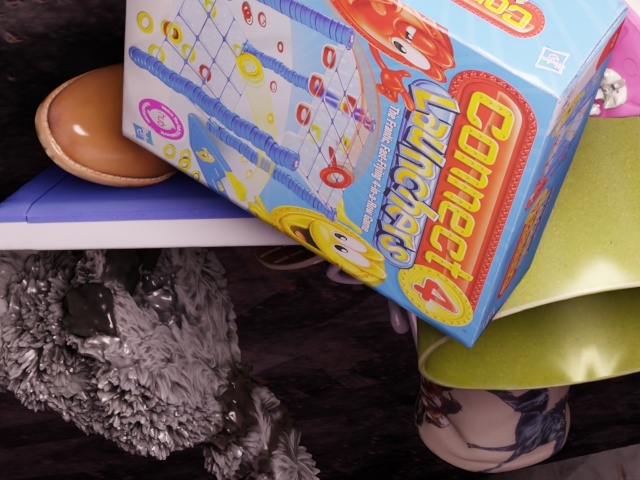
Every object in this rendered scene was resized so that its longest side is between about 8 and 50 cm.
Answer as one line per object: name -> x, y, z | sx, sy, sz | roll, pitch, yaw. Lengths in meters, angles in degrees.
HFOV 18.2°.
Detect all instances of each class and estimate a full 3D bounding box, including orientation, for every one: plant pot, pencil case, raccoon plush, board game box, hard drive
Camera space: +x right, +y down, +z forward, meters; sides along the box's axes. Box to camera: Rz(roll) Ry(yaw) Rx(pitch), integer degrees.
plant pot -> 0.189, -0.059, 1.574 | 0.275, 0.293, 0.275 | -8, 161, -3
pencil case -> 0.161, 0.066, 1.948 | 0.160, 0.183, 0.410 | -30, 143, -18
raccoon plush -> -0.228, 0.163, 1.926 | 0.299, 0.446, 0.216 | -19, -167, 29
board game box -> 0.018, -0.107, 1.301 | 0.302, 0.086, 0.308 | 32, 150, 13
hard drive -> -0.082, -0.041, 1.642 | 0.319, 0.040, 0.210 | -1, -163, 14

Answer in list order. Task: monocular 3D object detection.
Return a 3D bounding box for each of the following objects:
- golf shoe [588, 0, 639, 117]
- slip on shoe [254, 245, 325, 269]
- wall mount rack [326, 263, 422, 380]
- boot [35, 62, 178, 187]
golf shoe -> 0.169, -0.175, 1.339 | 0.140, 0.306, 0.115 | -17, 123, -24
slip on shoe -> 0.000, 0.000, 2.055 | 0.135, 0.051, 0.041 | -20, 158, 6
wall mount rack -> 0.194, 0.066, 2.218 | 0.350, 0.130, 0.304 | -11, 162, 8
boot -> -0.059, -0.127, 1.536 | 0.283, 0.109, 0.220 | -2, 162, -30
